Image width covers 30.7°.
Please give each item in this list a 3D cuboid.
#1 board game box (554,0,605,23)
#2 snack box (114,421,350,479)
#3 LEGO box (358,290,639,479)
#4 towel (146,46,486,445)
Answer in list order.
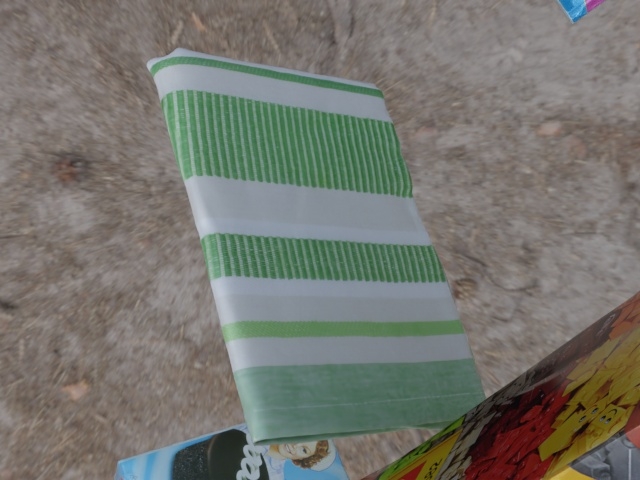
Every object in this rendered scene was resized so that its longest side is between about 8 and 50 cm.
[{"bbox_3d":[0.300,-0.388,1.104,0.303,0.097,0.224,-35,107,16],"label":"board game box"},{"bbox_3d":[-0.032,0.308,0.962,0.187,0.060,0.322,-14,64,-23],"label":"snack box"},{"bbox_3d":[0.258,0.283,0.626,0.500,0.193,0.372,46,126,-1],"label":"LEGO box"},{"bbox_3d":[0.000,0.000,0.915,0.248,0.038,0.325,4,59,-41],"label":"towel"}]
